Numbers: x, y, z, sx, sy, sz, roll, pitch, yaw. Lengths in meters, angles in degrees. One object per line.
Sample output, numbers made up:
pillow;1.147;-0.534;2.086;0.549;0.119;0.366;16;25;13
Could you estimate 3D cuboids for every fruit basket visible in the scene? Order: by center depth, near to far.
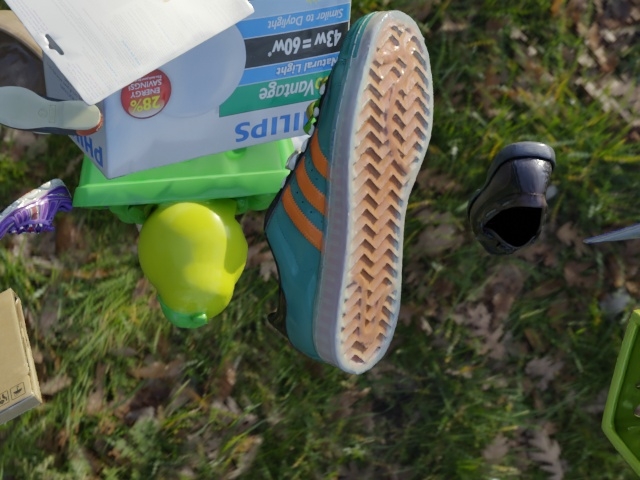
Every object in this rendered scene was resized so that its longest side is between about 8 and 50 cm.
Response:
fruit basket;-0.200;-0.047;1.654;0.392;0.283;0.392;0;92;2

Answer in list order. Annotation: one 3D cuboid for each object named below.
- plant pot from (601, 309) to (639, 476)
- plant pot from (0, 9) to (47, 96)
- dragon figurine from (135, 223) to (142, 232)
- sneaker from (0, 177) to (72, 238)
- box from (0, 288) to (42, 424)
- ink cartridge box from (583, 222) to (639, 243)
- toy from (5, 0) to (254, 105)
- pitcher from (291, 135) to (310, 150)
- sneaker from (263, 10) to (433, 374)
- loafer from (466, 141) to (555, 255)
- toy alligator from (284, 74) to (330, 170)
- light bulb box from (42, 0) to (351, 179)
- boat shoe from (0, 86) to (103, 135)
plant pot;0.578;0.243;1.506;0.207;0.228;0.227;-2;117;-18
plant pot;-0.500;-0.305;1.721;0.237;0.237;0.109;31;55;-5
dragon figurine;-0.384;-0.111;1.982;0.085;0.289;0.144;-43;52;-4
sneaker;-0.447;-0.034;1.568;0.170;0.068;0.071;-39;100;-37
box;-0.401;0.155;1.085;0.201;0.021;0.164;-28;46;0
ink cartridge box;0.438;-0.064;0.923;0.304;0.307;0.072;-4;84;-48
toy;-0.195;-0.232;1.045;0.237;0.056;0.137;-39;91;-34
pitcher;-0.081;-0.230;2.062;0.207;0.177;0.125;8;31;-26
sneaker;0.009;-0.045;0.867;0.108;0.121;0.302;1;101;-48
loafer;0.272;-0.033;1.470;0.109;0.302;0.095;1;66;1
toy alligator;0.018;-0.127;1.041;0.051;0.056;0.189;37;53;-18
light bulb box;-0.163;-0.312;1.315;0.358;0.361;0.225;-16;37;-28
boat shoe;-0.321;-0.147;1.184;0.137;0.043;0.049;6;84;-6
